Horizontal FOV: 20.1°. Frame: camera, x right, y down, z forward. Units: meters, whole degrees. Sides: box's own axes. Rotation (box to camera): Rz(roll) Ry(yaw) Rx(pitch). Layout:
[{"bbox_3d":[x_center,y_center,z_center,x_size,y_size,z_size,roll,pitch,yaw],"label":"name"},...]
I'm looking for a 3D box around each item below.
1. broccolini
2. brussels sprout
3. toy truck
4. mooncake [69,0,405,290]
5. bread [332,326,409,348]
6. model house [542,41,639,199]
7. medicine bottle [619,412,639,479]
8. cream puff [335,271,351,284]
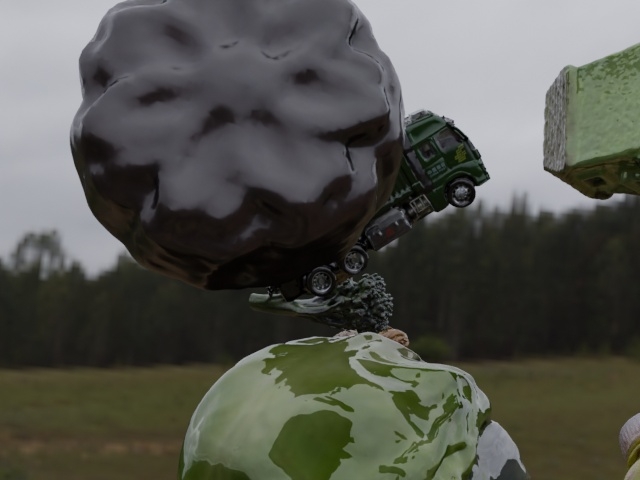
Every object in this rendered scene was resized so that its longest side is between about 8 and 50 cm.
[{"bbox_3d":[-0.004,0.089,2.266,0.202,0.068,0.091,-8,-56,26],"label":"broccolini"},{"bbox_3d":[0.043,0.307,1.775,0.425,0.342,0.361,33,43,15],"label":"brussels sprout"},{"bbox_3d":[0.039,-0.040,1.845,0.259,0.121,0.088,-32,11,-4],"label":"toy truck"},{"bbox_3d":[-0.069,-0.101,1.487,0.283,0.283,0.141,6,-23,3],"label":"mooncake"},{"bbox_3d":[0.012,0.176,2.344,0.233,0.076,0.105,-32,-49,9],"label":"bread"},{"bbox_3d":[0.353,-0.100,1.974,0.189,0.195,0.214,-10,-20,36],"label":"model house"},{"bbox_3d":[0.375,0.270,1.904,0.121,0.122,0.212,7,31,-13],"label":"medicine bottle"},{"bbox_3d":[0.000,0.000,1.971,0.104,0.133,0.119,42,-29,11],"label":"cream puff"}]
